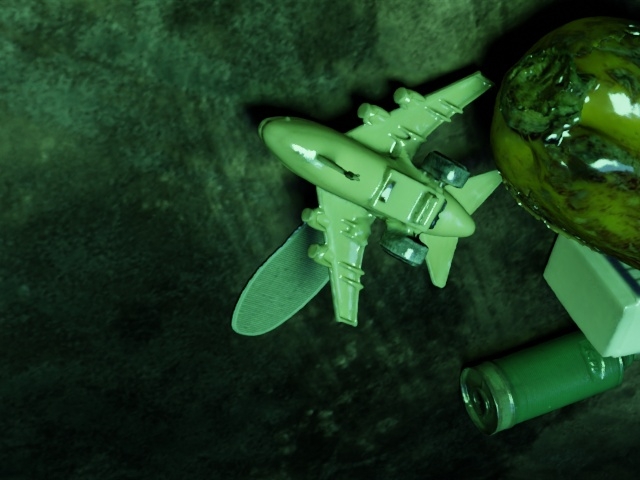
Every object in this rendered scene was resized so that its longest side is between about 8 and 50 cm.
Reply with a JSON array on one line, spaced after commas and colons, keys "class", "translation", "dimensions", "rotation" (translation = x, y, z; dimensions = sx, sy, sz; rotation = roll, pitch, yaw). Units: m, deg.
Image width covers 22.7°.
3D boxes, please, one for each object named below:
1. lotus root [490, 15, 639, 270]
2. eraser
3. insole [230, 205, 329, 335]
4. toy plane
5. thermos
[{"class": "lotus root", "translation": [0.305, -0.063, 1.380], "dimensions": [0.397, 0.179, 0.196], "rotation": [26, 95, -40]}, {"class": "eraser", "translation": [0.369, 0.028, 1.562], "dimensions": [0.279, 0.124, 0.081], "rotation": [-9, 135, -25]}, {"class": "insole", "translation": [0.000, 0.000, 1.389], "dimensions": [0.080, 0.003, 0.232], "rotation": [17, 119, -42]}, {"class": "toy plane", "translation": [0.049, -0.045, 1.306], "dimensions": [0.256, 0.104, 0.242], "rotation": [21, 101, -51]}, {"class": "thermos", "translation": [0.241, 0.139, 1.627], "dimensions": [0.188, 0.073, 0.083], "rotation": [-17, 136, -19]}]
